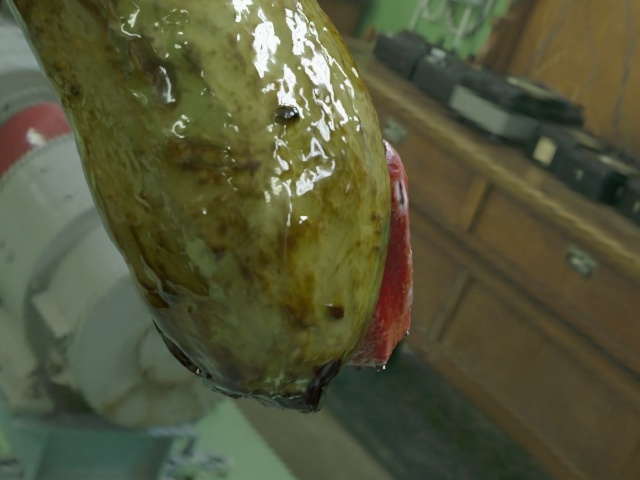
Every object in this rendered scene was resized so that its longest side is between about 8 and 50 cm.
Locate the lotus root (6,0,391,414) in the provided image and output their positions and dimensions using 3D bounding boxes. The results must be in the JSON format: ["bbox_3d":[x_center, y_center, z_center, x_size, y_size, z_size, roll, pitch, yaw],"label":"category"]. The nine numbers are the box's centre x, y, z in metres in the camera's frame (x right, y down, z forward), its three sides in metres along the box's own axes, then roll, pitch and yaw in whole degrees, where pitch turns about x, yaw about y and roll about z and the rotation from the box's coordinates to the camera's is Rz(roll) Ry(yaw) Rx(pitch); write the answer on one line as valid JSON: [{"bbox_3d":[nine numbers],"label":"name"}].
[{"bbox_3d":[-0.045,-0.065,0.454,0.097,0.258,0.110,-24,6,8],"label":"lotus root"}]

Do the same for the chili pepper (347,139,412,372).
[{"bbox_3d":[0.000,0.000,1.050,0.144,0.253,0.136,29,59,17],"label":"chili pepper"}]
